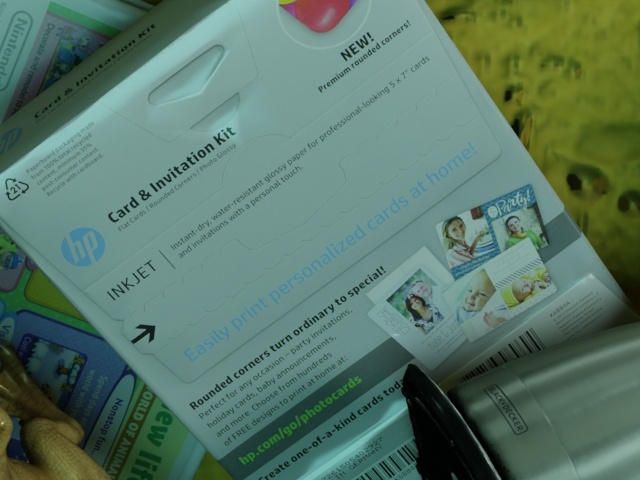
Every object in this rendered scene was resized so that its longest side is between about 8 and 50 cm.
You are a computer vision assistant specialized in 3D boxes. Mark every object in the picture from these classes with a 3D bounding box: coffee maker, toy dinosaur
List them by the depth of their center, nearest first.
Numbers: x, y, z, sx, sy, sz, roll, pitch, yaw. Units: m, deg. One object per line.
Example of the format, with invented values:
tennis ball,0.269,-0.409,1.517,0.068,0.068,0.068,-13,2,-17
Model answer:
toy dinosaur,-0.079,0.092,0.552,0.211,0.112,0.064,29,95,-37
coffee maker,0.131,0.079,0.566,0.178,0.120,0.171,-22,151,-8

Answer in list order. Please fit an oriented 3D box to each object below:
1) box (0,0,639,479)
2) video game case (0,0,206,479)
box,0.000,0.000,0.554,0.145,0.038,0.186,-37,121,4
video game case,-0.115,0.008,0.585,0.193,0.023,0.212,22,109,-11
